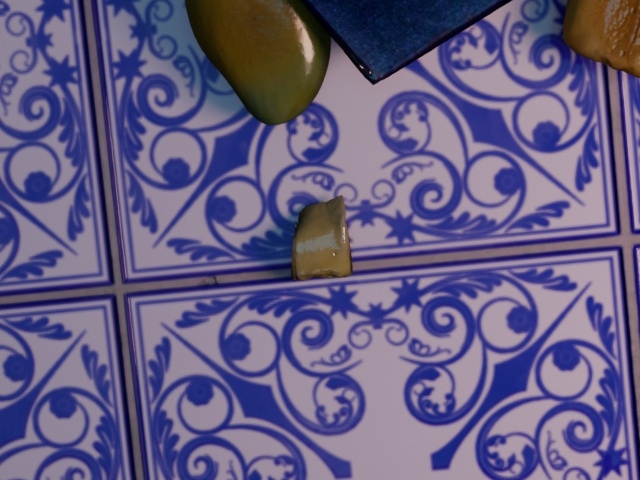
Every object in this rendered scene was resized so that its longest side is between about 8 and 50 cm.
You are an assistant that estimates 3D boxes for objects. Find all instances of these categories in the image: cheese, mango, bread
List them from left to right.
[{"bbox_3d":[-0.058,-0.204,1.648,0.130,0.092,0.194,-11,99,1],"label":"mango"},{"bbox_3d":[0.000,-0.001,1.688,0.060,0.041,0.084,-2,96,4],"label":"cheese"},{"bbox_3d":[0.305,-0.239,1.635,0.134,0.085,0.173,16,95,19],"label":"bread"}]

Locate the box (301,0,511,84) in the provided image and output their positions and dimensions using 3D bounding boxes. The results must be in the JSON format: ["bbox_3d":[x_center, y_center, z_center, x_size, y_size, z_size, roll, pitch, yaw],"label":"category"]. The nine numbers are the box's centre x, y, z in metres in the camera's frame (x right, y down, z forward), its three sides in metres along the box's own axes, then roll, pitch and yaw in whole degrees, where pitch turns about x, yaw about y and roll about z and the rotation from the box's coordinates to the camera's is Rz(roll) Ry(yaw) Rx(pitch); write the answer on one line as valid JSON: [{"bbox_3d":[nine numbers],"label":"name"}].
[{"bbox_3d":[0.070,-0.321,1.543,0.261,0.116,0.279,-30,112,31],"label":"box"}]
